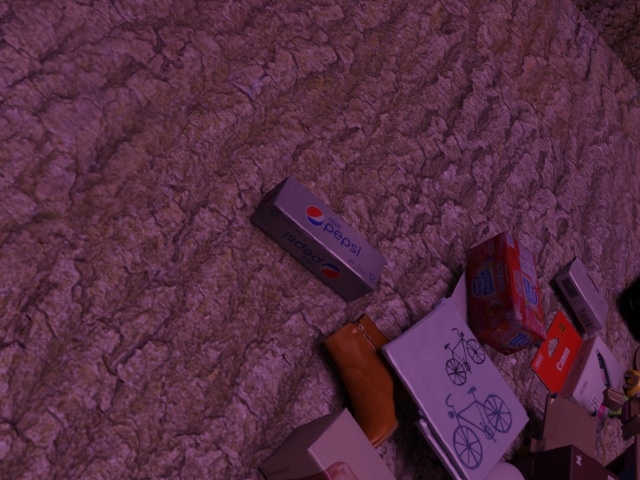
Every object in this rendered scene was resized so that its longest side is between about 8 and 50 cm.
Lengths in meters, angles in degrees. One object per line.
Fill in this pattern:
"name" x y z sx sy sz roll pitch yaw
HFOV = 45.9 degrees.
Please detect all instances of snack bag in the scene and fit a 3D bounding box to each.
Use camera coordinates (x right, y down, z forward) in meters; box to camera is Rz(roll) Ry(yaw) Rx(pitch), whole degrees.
"snack bag" 0.283 0.311 1.584 0.323 0.037 0.342 -27 82 -51

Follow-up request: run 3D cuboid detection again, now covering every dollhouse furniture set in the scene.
"dollhouse furniture set" 0.621 0.490 1.842 0.303 0.198 0.286 23 46 0

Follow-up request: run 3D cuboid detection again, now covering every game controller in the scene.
"game controller" 1.056 0.200 2.420 0.319 0.067 0.166 -25 84 -46

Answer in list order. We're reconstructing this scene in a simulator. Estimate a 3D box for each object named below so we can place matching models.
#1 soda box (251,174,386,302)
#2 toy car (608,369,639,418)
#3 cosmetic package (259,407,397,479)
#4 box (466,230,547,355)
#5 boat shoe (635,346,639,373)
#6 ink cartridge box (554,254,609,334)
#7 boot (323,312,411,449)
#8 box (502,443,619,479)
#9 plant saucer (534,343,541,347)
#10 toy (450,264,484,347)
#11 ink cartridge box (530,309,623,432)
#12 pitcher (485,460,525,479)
"soda box" 0.000 0.000 1.584 0.286 0.091 0.098 40 47 -17
"toy car" 0.875 0.468 2.114 0.225 0.053 0.239 12 59 -37
"cosmetic package" 0.051 0.462 1.320 0.296 0.153 0.129 55 43 0
"box" 0.439 0.126 1.798 0.128 0.123 0.257 32 43 -31
"boat shoe" 1.049 0.346 2.309 0.285 0.092 0.103 -25 86 -46
"ink cartridge box" 0.771 0.156 2.221 0.189 0.066 0.232 59 23 3
"boot" 0.070 0.283 1.489 0.211 0.104 0.295 49 39 0
"box" 0.507 0.567 1.624 0.168 0.203 0.167 36 48 -20
"plant saucer" 0.518 0.198 1.930 0.192 0.018 0.067 53 22 -33
"toy" 0.353 0.171 1.822 0.137 0.056 0.237 50 38 -10
"ink cartridge box" 0.693 0.341 2.025 0.239 0.060 0.275 53 44 -6
"pitcher" 0.336 0.559 1.541 0.207 0.125 0.177 -19 83 -36
